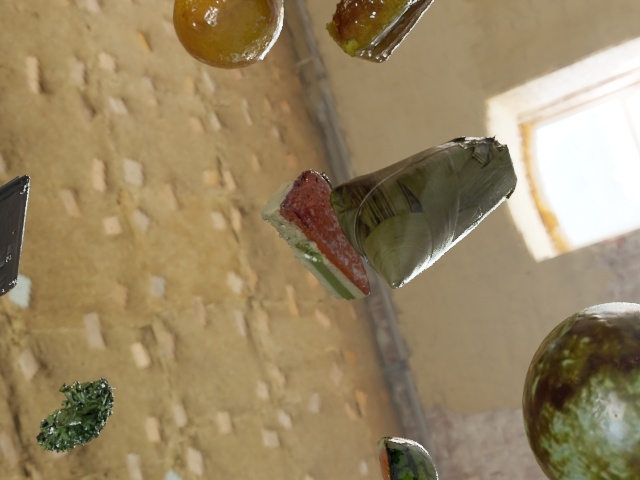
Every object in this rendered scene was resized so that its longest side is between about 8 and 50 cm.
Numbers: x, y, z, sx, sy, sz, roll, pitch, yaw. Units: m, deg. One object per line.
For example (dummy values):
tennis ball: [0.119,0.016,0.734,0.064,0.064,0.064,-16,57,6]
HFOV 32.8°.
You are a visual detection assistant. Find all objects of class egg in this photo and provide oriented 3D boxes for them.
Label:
egg: [0.350,0.185,1.257,0.238,0.238,0.289,57,-167,-25]

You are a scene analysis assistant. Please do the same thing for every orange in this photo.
orange: [-0.141,-0.349,1.675,0.178,0.177,0.155,-85,-19,-44]

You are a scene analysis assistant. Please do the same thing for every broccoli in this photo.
broccoli: [-0.307,0.216,1.346,0.092,0.097,0.095,26,-115,-71]

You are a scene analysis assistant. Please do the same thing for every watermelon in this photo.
watermelon: [0.111,0.335,1.516,0.069,0.087,0.163,38,-147,-45]

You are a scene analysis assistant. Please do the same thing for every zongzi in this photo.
zongzi: [0.178,-0.035,1.517,0.300,0.273,0.145,-125,12,-67]

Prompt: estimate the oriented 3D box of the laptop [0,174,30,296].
laptop: [-0.376,0.019,1.205,0.016,0.180,0.129,32,-137,13]

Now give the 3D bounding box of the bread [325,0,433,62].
bread: [0.122,-0.437,1.539,0.109,0.380,0.185,-3,-127,-45]

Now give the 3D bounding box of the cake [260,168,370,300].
cake: [0.006,-0.016,1.721,0.220,0.086,0.117,44,-125,-26]
